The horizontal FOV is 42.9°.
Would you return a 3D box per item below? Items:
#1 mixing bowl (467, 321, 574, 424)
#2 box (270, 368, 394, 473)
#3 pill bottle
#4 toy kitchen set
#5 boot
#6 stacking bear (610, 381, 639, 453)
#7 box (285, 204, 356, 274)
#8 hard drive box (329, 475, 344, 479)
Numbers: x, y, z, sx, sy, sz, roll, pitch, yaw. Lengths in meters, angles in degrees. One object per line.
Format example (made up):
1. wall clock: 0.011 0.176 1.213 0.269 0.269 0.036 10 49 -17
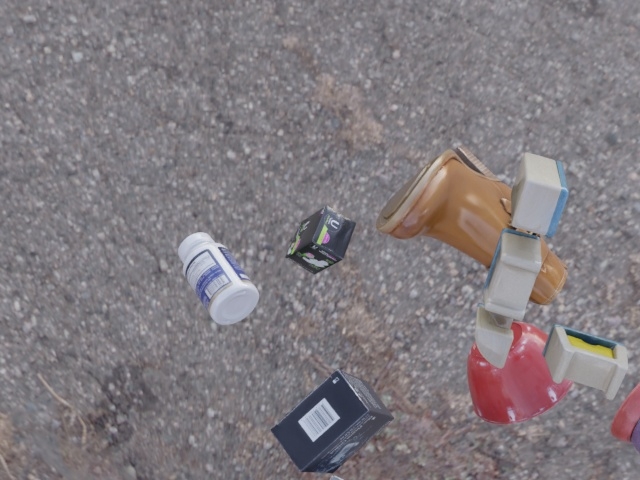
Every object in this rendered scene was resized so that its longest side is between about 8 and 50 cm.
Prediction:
1. mixing bowl: 0.305 0.195 1.305 0.181 0.181 0.098 -40 111 -21
2. box: 0.024 0.313 1.396 0.156 0.158 0.093 -43 64 5
3. pill bottle: -0.190 0.064 1.472 0.094 0.094 0.169 -27 53 -18
4. toy kitchen set: 0.268 0.036 0.872 0.166 0.207 0.122 16 22 7
5. boot: 0.193 0.002 0.991 0.220 0.109 0.283 50 24 5
6. stacking bear: 0.632 0.345 1.303 0.164 0.175 0.289 -20 44 -34
7. box: 0.000 0.000 1.110 0.052 0.083 0.062 31 61 -18
8. hard drive box: 0.024 0.563 1.590 0.089 0.232 0.181 24 75 8
